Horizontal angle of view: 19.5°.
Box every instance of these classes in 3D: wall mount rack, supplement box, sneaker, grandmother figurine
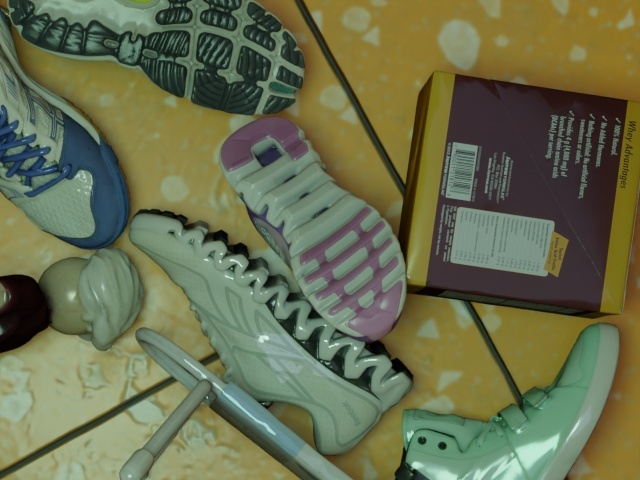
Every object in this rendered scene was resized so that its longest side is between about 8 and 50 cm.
[{"bbox_3d":[-0.047,0.219,1.551,0.350,0.304,0.130,38,79,0],"label":"wall mount rack"},{"bbox_3d":[0.176,-0.038,1.669,0.194,0.129,0.191,9,85,-2],"label":"supplement box"},{"bbox_3d":[-0.287,-0.101,1.626,0.112,0.131,0.296,-36,99,20],"label":"sneaker"},{"bbox_3d":[-0.143,-0.192,1.673,0.275,0.110,0.107,20,97,-4],"label":"sneaker"},{"bbox_3d":[0.158,0.160,1.673,0.151,0.094,0.256,31,84,3],"label":"sneaker"},{"bbox_3d":[-0.315,0.067,1.610,0.342,0.208,0.104,-10,85,-24],"label":"grandmother figurine"},{"bbox_3d":[-0.061,0.080,1.667,0.292,0.110,0.118,37,94,0],"label":"sneaker"},{"bbox_3d":[0.000,0.000,1.646,0.095,0.104,0.236,-30,61,-11],"label":"sneaker"}]

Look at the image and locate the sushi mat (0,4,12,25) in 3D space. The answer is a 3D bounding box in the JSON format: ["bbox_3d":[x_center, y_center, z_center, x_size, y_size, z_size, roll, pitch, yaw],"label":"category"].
[{"bbox_3d":[-0.451,-0.217,1.704,0.316,0.019,0.151,28,84,-1],"label":"sushi mat"}]
